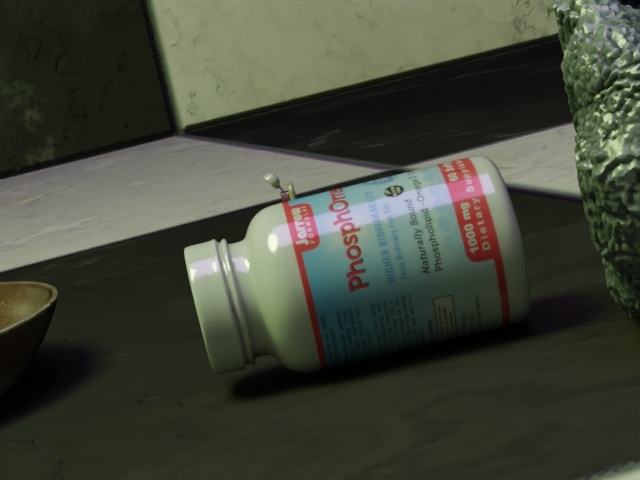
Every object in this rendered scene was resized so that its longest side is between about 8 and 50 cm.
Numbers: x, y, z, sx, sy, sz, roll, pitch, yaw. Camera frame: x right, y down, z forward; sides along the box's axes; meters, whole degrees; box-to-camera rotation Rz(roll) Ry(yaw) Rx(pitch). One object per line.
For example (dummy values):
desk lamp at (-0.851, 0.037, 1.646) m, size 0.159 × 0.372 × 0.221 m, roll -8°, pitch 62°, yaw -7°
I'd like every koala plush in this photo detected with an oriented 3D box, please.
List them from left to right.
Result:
koala plush at (0.231, -0.063, 0.853) m, size 0.221 × 0.196 × 0.203 m, roll -10°, pitch 20°, yaw 14°

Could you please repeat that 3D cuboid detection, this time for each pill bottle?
pill bottle at (0.017, 0.016, 0.924) m, size 0.160 × 0.087 × 0.087 m, roll -14°, pitch 9°, yaw -3°

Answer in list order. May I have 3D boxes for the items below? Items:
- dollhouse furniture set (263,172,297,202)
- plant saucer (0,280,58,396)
dollhouse furniture set at (0.000, 0.000, 1.076) m, size 0.091 × 0.081 × 0.114 m, roll -13°, pitch 9°, yaw 0°
plant saucer at (-0.297, 0.088, 1.064) m, size 0.311 × 0.050 × 0.310 m, roll -12°, pitch 8°, yaw 2°
